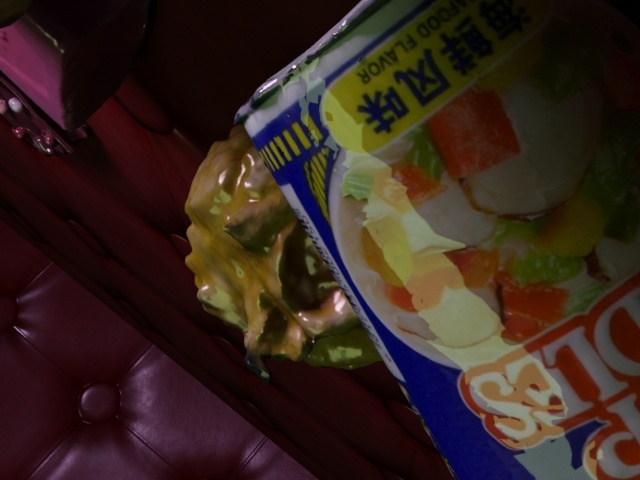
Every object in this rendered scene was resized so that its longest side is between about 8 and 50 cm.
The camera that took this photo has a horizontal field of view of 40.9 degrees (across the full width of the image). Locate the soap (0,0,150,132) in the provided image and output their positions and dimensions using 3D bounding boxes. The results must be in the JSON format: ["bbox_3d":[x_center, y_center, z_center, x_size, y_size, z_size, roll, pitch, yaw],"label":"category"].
[{"bbox_3d":[-0.347,-0.304,0.895,0.359,0.128,0.233,43,160,-1],"label":"soap"}]

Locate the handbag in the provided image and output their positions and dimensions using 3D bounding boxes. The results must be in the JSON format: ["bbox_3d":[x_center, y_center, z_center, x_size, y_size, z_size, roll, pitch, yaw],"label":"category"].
[{"bbox_3d":[-0.491,-0.228,1.406,0.203,0.074,0.216,15,147,54],"label":"handbag"}]

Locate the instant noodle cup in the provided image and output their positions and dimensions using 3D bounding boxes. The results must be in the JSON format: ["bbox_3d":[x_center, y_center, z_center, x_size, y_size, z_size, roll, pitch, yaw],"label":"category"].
[{"bbox_3d":[0.120,-0.004,0.485,0.312,0.284,0.284,52,159,-7],"label":"instant noodle cup"}]

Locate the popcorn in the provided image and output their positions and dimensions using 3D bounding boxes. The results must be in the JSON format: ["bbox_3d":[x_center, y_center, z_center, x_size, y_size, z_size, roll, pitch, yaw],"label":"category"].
[{"bbox_3d":[-0.008,0.004,0.760,0.249,0.225,0.249,39,157,20],"label":"popcorn"}]

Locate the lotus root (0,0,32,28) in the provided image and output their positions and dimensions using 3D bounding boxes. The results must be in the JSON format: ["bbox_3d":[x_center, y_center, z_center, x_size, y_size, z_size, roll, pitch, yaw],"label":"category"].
[{"bbox_3d":[-0.317,-0.319,0.614,0.391,0.111,0.375,57,143,14],"label":"lotus root"}]
